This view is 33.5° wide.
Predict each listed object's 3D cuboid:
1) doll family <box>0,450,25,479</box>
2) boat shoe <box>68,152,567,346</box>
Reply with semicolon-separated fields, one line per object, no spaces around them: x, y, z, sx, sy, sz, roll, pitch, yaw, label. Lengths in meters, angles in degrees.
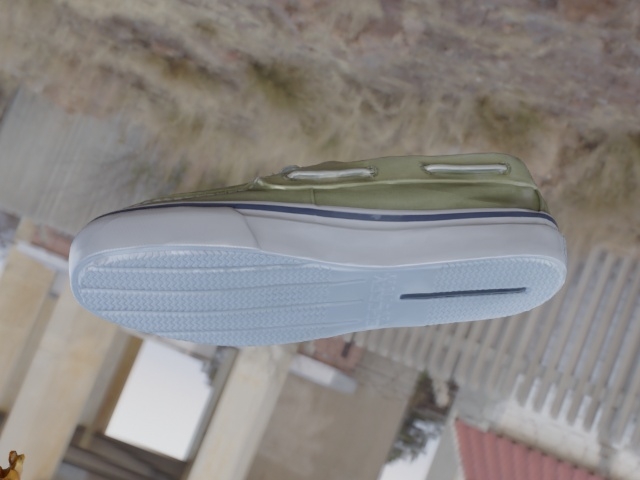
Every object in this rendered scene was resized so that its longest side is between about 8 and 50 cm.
-0.182;0.090;0.325;0.118;0.163;0.263;-9;-173;34;doll family
0.000;0.000;0.657;0.302;0.094;0.109;0;142;-12;boat shoe
